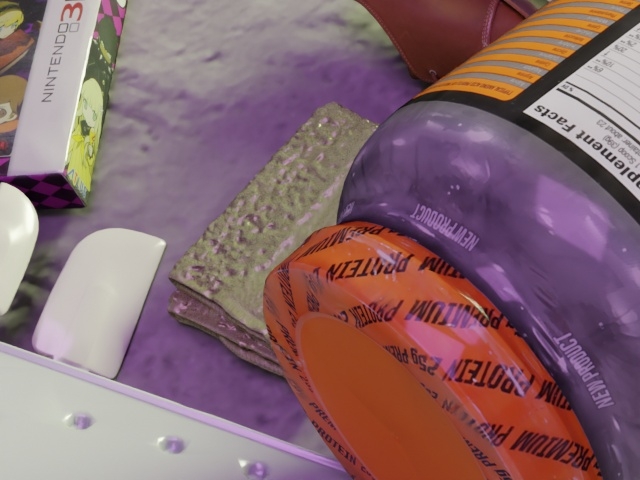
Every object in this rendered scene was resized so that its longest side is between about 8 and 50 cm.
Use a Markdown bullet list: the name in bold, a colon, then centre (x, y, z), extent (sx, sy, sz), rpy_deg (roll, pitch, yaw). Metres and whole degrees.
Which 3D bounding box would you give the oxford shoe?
- **oxford shoe**: centre (0.090, -0.103, 0.725), extent (0.212, 0.076, 0.076), rpy_deg (40, 105, 28)

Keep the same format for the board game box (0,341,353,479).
- **board game box**: centre (-0.092, 0.188, 0.442), extent (0.390, 0.050, 0.390), rpy_deg (17, 31, 15)

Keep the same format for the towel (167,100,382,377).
- **towel**: centre (0.000, 0.000, 0.695), extent (0.110, 0.027, 0.148), rpy_deg (28, 70, 29)

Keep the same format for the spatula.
- **spatula**: centre (-0.193, 0.072, 0.666), extent (0.168, 0.019, 0.242), rpy_deg (23, 62, -9)

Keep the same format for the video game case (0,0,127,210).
- **video game case**: centre (-0.234, -0.107, 0.812), extent (0.232, 0.042, 0.210), rpy_deg (-2, 57, 13)

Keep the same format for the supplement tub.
- **supplement tub**: centre (0.144, -0.015, 0.544), extent (0.316, 0.193, 0.193), rpy_deg (-36, 57, -20)
